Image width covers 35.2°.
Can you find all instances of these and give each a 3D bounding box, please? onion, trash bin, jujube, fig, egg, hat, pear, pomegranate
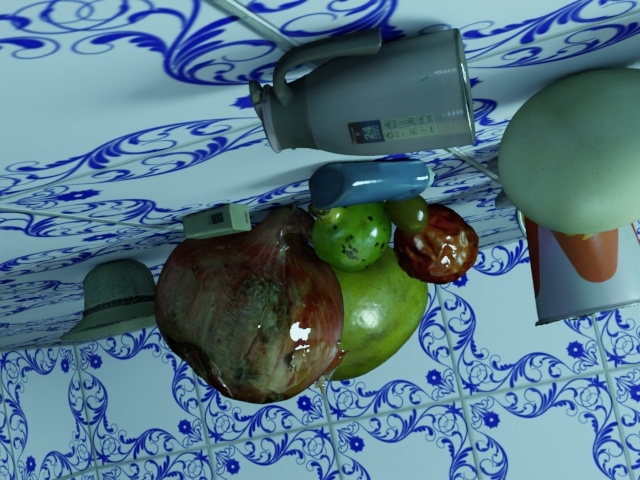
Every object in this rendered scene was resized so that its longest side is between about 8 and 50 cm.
[{"bbox_3d":[-0.112,0.127,1.760,0.353,0.354,0.353,-12,173,-1],"label":"onion"},{"bbox_3d":[-0.166,-0.028,1.611,0.092,0.043,0.061,-14,173,24],"label":"trash bin"},{"bbox_3d":[0.242,0.008,2.102,0.174,0.174,0.250,-15,176,22],"label":"jujube"},{"bbox_3d":[0.155,-0.054,1.846,0.088,0.074,0.074,22,162,-17],"label":"fig"},{"bbox_3d":[0.334,-0.109,1.192,0.253,0.188,0.188,-22,173,2],"label":"egg"},{"bbox_3d":[-0.390,0.107,1.960,0.257,0.130,0.257,-12,174,-1],"label":"hat"},{"bbox_3d":[0.063,0.165,2.435,0.413,0.352,0.352,-29,-175,-35],"label":"pear"},{"bbox_3d":[0.054,-0.020,1.662,0.122,0.143,0.169,31,169,21],"label":"pomegranate"}]

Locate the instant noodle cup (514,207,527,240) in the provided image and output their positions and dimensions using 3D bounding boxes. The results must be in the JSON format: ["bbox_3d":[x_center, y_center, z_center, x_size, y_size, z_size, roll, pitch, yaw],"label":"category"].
[{"bbox_3d":[0.461,-0.067,1.945,0.177,0.208,0.125,-39,-176,11],"label":"instant noodle cup"}]

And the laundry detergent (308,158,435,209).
[{"bbox_3d":[0.087,-0.088,1.485,0.206,0.061,0.096,-8,164,-36],"label":"laundry detergent"}]

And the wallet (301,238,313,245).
[{"bbox_3d":[-0.001,-0.002,2.162,0.222,0.036,0.167,-15,174,38],"label":"wallet"}]

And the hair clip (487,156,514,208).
[{"bbox_3d":[0.446,-0.119,1.723,0.330,0.101,0.085,-7,176,-22],"label":"hair clip"}]

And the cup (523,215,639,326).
[{"bbox_3d":[0.395,-0.025,1.560,0.203,0.288,0.203,-12,173,-2],"label":"cup"}]

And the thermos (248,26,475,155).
[{"bbox_3d":[0.035,-0.134,0.906,0.193,0.105,0.137,-7,149,13],"label":"thermos"}]
